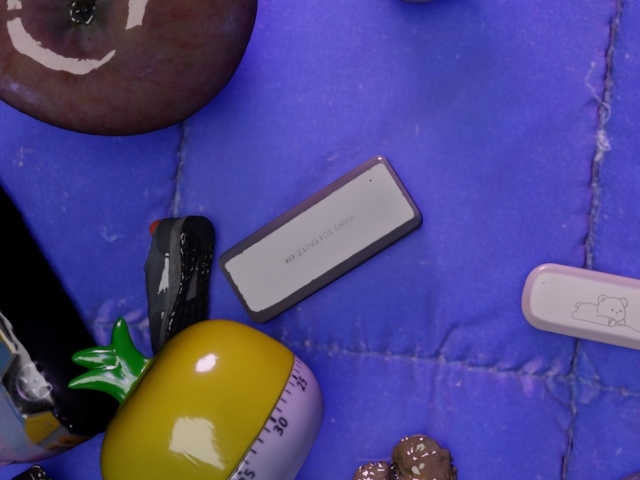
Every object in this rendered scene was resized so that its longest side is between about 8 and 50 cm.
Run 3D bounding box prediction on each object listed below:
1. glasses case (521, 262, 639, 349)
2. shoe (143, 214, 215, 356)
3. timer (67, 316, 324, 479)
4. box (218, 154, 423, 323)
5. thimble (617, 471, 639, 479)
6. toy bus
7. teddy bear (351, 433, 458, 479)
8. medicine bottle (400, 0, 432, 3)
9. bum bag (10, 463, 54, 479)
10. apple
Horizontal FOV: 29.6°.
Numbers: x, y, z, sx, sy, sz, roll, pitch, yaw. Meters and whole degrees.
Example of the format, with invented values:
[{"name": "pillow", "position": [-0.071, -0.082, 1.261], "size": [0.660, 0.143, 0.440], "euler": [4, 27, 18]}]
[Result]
[{"name": "glasses case", "position": [0.333, 0.079, 1.413], "size": [0.196, 0.050, 0.083], "euler": [10, 92, 10]}, {"name": "shoe", "position": [-0.185, 0.061, 1.499], "size": [0.077, 0.074, 0.195], "euler": [11, 93, 33]}, {"name": "timer", "position": [-0.160, 0.193, 1.369], "size": [0.285, 0.285, 0.285], "euler": [0, 88, 10]}, {"name": "box", "position": [0.000, 0.000, 1.469], "size": [0.243, 0.055, 0.103], "euler": [-32, 84, 7]}, {"name": "thimble", "position": [0.383, 0.371, 1.337], "size": [0.236, 0.172, 0.205], "euler": [-37, 86, 5]}, {"name": "toy bus", "position": [-0.413, 0.103, 1.489], "size": [0.162, 0.171, 0.386], "euler": [-35, 83, 17]}, {"name": "teddy bear", "position": [0.051, 0.381, 1.402], "size": [0.256, 0.156, 0.267], "euler": [-15, 87, 11]}, {"name": "medicine bottle", "position": [0.087, -0.446, 1.430], "size": [0.130, 0.130, 0.341], "euler": [-16, 86, 9]}, {"name": "bum bag", "position": [-0.331, 0.355, 1.499], "size": [0.026, 0.109, 0.159], "euler": [-27, 88, -33]}, {"name": "apple", "position": [-0.248, -0.267, 1.382], "size": [0.344, 0.269, 0.345], "euler": [3, 124, 5]}]
